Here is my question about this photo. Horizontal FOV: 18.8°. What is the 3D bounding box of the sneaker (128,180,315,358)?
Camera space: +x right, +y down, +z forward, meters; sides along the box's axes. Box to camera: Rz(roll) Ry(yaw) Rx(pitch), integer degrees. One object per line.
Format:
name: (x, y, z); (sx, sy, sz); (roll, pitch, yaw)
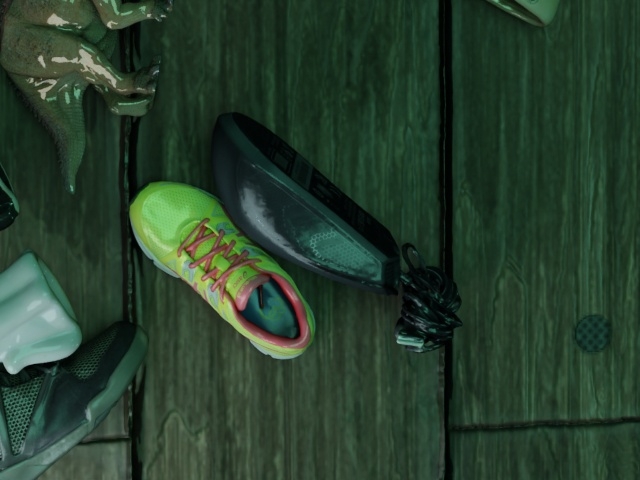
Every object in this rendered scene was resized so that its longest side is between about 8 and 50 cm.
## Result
sneaker: (-0.077, 0.023, 1.673); (0.208, 0.094, 0.081); (40, 87, -10)

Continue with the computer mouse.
computer mouse: (0.000, 0.000, 1.667); (0.272, 0.188, 0.072); (41, 104, -3)

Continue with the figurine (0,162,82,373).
figurine: (-0.332, 0.042, 1.598); (0.209, 0.092, 0.215); (-29, 68, -1)

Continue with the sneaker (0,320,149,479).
sneaker: (-0.258, 0.127, 1.646); (0.227, 0.087, 0.130); (-40, 107, -1)

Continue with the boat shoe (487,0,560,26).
boat shoe: (0.082, -0.272, 1.684); (0.302, 0.109, 0.098); (19, 88, -18)

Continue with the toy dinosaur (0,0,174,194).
toy dinosaur: (-0.224, -0.199, 1.621); (0.200, 0.127, 0.296); (11, 103, -5)
